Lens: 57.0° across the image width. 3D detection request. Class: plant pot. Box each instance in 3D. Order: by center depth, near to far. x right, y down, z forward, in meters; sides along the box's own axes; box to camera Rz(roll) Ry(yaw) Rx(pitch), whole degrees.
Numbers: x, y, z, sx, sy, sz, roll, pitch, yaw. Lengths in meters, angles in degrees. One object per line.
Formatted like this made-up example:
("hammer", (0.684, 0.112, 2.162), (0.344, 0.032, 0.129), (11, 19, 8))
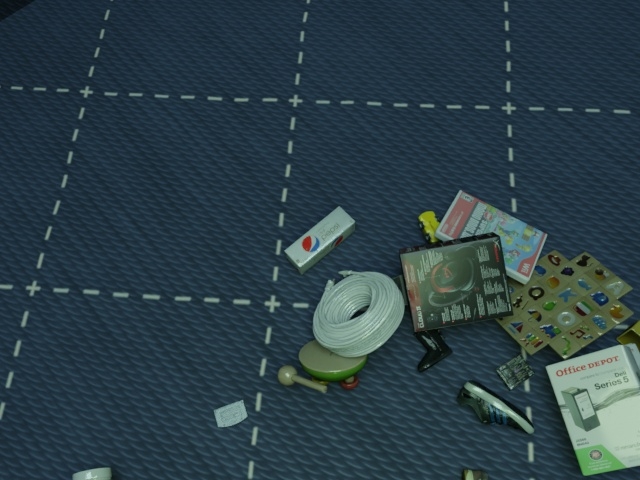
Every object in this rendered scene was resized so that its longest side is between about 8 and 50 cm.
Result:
("plant pot", (0.867, 0.253, 1.581), (0.083, 0.081, 0.081), (-38, 70, -23))

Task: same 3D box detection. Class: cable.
("cable", (0.097, 0.193, 1.566), (0.257, 0.089, 0.257), (-3, 44, 43))

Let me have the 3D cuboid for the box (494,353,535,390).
("box", (0.523, 0.354, 1.586), (0.083, 0.018, 0.067), (-30, 69, -10))

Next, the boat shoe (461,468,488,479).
("boat shoe", (0.392, 0.670, 1.427), (0.074, 0.080, 0.223), (-6, 62, 6))

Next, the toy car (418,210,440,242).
("toy car", (0.379, 0.043, 1.706), (0.225, 0.053, 0.238), (10, 69, 6))

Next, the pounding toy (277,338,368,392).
("pounding toy", (0.020, 0.354, 1.556), (0.183, 0.110, 0.237), (12, 26, 39))

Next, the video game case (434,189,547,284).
("video game case", (0.492, -0.016, 1.698), (0.285, 0.025, 0.204), (29, 52, 10))

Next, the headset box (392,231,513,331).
("headset box", (0.345, 0.112, 1.586), (0.293, 0.110, 0.218), (-11, 95, 7))

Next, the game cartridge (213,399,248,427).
("game cartridge", (-0.239, 0.467, 1.579), (0.083, 0.017, 0.056), (-18, 64, -5))

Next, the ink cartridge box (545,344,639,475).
("ink cartridge box", (0.706, 0.415, 1.455), (0.198, 0.115, 0.272), (-26, 64, 29))

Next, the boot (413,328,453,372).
("boot", (0.292, 0.291, 1.610), (0.121, 0.045, 0.099), (-29, 71, -17))

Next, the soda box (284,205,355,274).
("soda box", (0.000, 0.000, 1.734), (0.216, 0.069, 0.074), (-39, 70, -14))

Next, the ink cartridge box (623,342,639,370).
("ink cartridge box", (0.795, 0.358, 1.546), (0.109, 0.063, 0.150), (-15, 67, -3))

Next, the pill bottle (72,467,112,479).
("pill bottle", (-0.546, 0.696, 1.427), (0.146, 0.146, 0.264), (-11, 68, -2))

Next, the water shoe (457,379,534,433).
("water shoe", (0.453, 0.448, 1.535), (0.203, 0.073, 0.080), (34, 100, 15))

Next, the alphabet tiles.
("alphabet tiles", (0.650, 0.165, 1.605), (0.343, 0.011, 0.285), (-30, 45, -9))
